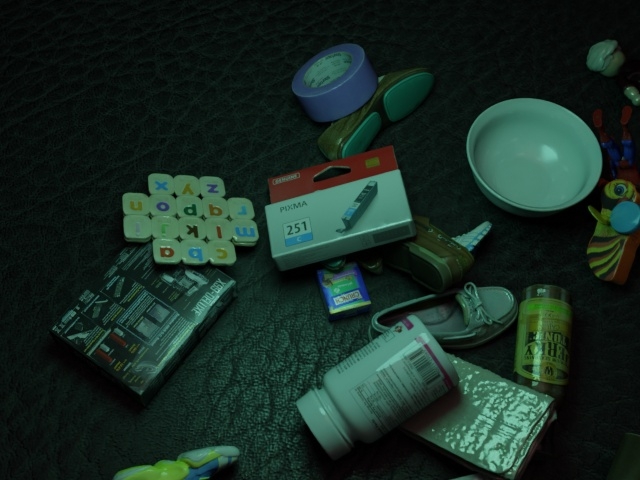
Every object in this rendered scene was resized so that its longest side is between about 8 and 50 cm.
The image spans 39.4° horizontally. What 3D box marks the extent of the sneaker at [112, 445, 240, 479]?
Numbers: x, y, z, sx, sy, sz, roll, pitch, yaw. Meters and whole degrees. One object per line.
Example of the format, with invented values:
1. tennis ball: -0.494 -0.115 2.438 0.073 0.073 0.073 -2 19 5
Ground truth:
1. sneaker: -0.258 0.462 1.660 0.240 0.091 0.126 -13 80 -9

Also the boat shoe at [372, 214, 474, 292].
1. boat shoe: 0.190 0.001 1.891 0.104 0.110 0.307 -30 50 -26

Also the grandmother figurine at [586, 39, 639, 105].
1. grandmother figurine: 0.787 -0.370 2.141 0.342 0.104 0.208 40 39 22

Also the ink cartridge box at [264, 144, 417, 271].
1. ink cartridge box: 0.031 -0.088 1.881 0.296 0.066 0.261 -15 53 6

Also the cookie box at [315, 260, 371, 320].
1. cookie box: 0.047 0.106 1.879 0.092 0.040 0.107 -14 62 -9

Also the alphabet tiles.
1. alphabet tiles: -0.278 -0.045 1.910 0.284 0.021 0.278 2 43 -18

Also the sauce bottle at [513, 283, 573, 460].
1. sauce bottle: 0.438 0.258 1.766 0.111 0.111 0.344 8 63 3

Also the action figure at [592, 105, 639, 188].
1. action figure: 0.667 -0.212 1.954 0.091 0.280 0.139 -1 54 29

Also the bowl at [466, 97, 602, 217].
1. bowl: 0.462 -0.161 1.987 0.298 0.134 0.297 0 61 -1

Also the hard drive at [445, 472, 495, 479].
1. hard drive: 0.253 0.601 1.596 0.237 0.064 0.339 -11 62 -7

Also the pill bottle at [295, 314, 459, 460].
1. pill bottle: 0.105 0.281 1.691 0.283 0.160 0.160 -34 66 -2

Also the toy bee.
1. toy bee: 0.653 -0.059 1.921 0.298 0.195 0.162 -47 41 -6

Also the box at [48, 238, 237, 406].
1. box: -0.356 0.145 1.826 0.242 0.076 0.307 31 65 15

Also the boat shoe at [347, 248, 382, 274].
1. boat shoe: 0.076 0.016 1.935 0.153 0.048 0.056 39 77 25

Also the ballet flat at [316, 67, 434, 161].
1. ballet flat: 0.117 -0.306 2.088 0.124 0.116 0.342 30 66 36

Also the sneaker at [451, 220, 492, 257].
1. sneaker: 0.294 0.013 1.925 0.083 0.071 0.191 37 66 24

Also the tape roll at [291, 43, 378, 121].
1. tape roll: 0.033 -0.366 2.070 0.189 0.080 0.189 -20 39 18

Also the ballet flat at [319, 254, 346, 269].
1. ballet flat: 0.000 0.000 1.920 0.070 0.070 0.188 -28 58 -16

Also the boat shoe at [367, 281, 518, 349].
1. boat shoe: 0.255 0.156 1.821 0.320 0.103 0.118 -9 61 -6

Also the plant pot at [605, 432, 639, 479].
1. plant pot: 0.584 0.502 1.596 0.215 0.215 0.230 32 79 15

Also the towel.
1. towel: 0.291 0.331 1.700 0.282 0.049 0.187 22 65 37
